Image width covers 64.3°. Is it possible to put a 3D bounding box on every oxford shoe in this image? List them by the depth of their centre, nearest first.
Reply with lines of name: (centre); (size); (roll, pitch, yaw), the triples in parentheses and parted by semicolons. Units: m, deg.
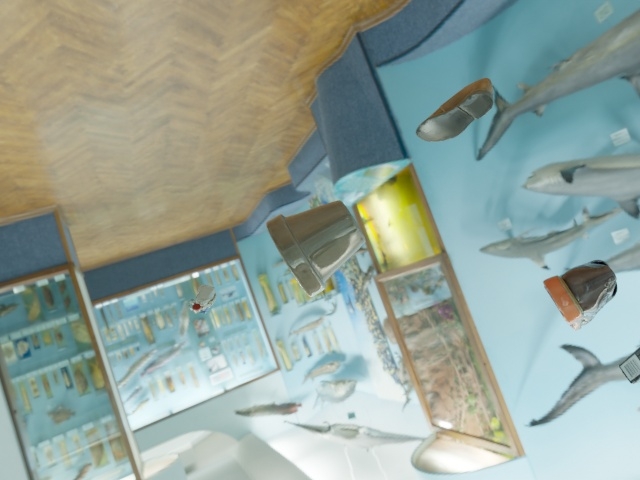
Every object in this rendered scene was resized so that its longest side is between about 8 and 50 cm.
oxford shoe: (0.433, 0.086, 0.829); (0.098, 0.097, 0.271); (-33, 163, 19)
oxford shoe: (0.301, -0.287, 1.138); (0.076, 0.076, 0.212); (32, 147, -23)

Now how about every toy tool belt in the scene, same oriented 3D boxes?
toy tool belt: (-0.273, 0.146, 1.182); (0.083, 0.052, 0.051); (-68, 173, -48)

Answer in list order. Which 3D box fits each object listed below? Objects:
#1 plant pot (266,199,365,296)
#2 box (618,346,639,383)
plant pot: (0.000, 0.000, 1.508); (0.229, 0.263, 0.263); (-32, 175, 0)
box: (0.423, 0.099, 0.553); (0.162, 0.029, 0.116); (-17, 146, -8)
